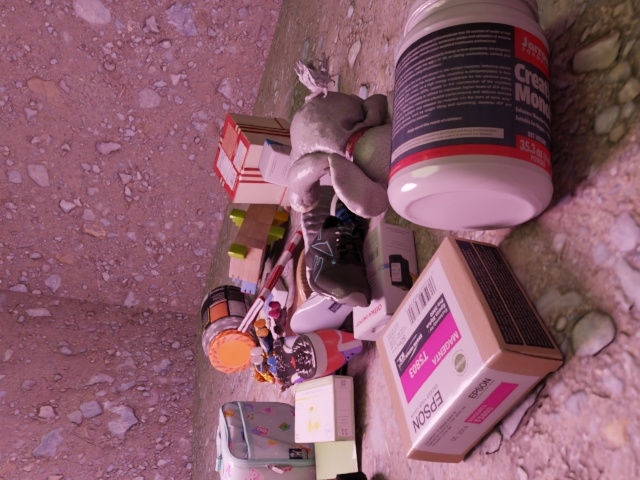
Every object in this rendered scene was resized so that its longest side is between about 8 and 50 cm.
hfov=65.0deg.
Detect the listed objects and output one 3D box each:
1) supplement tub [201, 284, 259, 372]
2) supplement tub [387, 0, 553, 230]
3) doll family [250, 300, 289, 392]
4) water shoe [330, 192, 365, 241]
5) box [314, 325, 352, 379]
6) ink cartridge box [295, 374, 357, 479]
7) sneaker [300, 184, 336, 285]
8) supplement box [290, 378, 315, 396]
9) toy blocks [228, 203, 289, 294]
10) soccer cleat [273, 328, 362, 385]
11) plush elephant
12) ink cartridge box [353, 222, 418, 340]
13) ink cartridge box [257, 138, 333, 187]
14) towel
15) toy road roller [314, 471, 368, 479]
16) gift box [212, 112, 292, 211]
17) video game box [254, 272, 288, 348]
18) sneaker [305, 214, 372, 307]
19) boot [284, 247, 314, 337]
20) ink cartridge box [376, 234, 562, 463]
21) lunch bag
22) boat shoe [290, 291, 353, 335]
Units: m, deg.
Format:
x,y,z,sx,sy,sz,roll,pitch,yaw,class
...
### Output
x,y,z,sx,sy,sz,roll,pitch,yaw,class
-0.339,0.326,1.873,0.338,0.206,0.207,-120,44,-63,supplement tub
0.186,-0.163,0.631,0.191,0.191,0.273,150,128,-66,supplement tub
-0.146,0.305,1.412,0.163,0.118,0.263,73,-169,-53,doll family
0.070,-0.029,1.123,0.080,0.072,0.203,-15,61,39,water shoe
0.025,0.268,1.117,0.116,0.029,0.162,178,103,-70,box
0.008,0.399,1.001,0.171,0.056,0.235,-36,49,55,ink cartridge box
0.000,0.000,1.215,0.115,0.105,0.282,97,178,-69,sneaker
-0.028,0.321,1.192,0.036,0.062,0.099,-133,55,-65,supplement box
-0.236,0.040,1.748,0.382,0.190,0.261,-79,3,-55,toy blocks
-0.020,0.244,1.068,0.318,0.116,0.109,140,119,-64,soccer cleat
0.082,-0.153,0.907,0.255,0.271,0.330,45,169,26,plush elephant
0.113,0.078,0.896,0.127,0.072,0.175,128,148,-53,ink cartridge box
-0.051,-0.188,1.325,0.148,0.203,0.086,-123,48,-63,ink cartridge box
-0.121,0.093,1.432,0.329,0.037,0.237,-62,4,-38,towel
-0.001,0.554,0.797,0.330,0.202,0.241,-109,20,-56,toy road roller
-0.183,-0.250,1.682,0.276,0.258,0.255,57,135,36,gift box
-0.169,0.231,1.680,0.187,0.048,0.205,-134,57,-71,video game box
0.030,0.032,0.895,0.267,0.101,0.106,-127,53,-67,sneaker
-0.052,0.153,1.309,0.207,0.090,0.249,140,134,-59,boot
0.174,0.144,0.662,0.193,0.088,0.235,-100,29,-49,ink cartridge box
-0.132,0.473,1.159,0.279,0.223,0.108,-150,72,-71,lunch bag
0.031,0.126,1.077,0.258,0.095,0.084,-41,14,37,boat shoe
